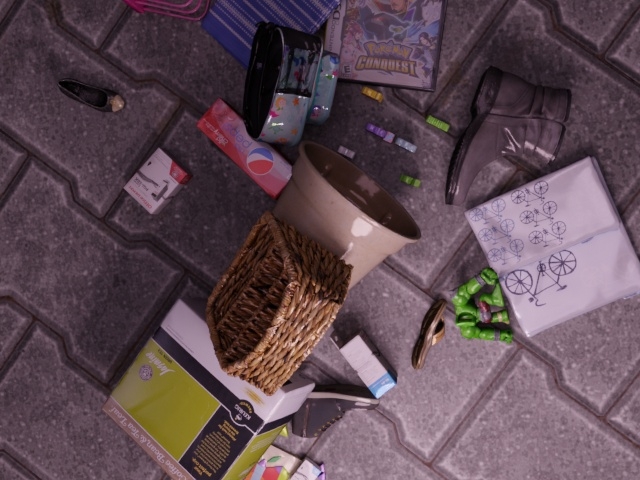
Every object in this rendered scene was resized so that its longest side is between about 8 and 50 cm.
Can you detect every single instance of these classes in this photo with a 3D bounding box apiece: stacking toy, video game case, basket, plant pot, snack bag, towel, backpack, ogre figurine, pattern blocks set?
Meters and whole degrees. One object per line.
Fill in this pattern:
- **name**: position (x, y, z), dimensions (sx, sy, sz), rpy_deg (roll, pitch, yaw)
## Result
- **stacking toy**: position (0.166, -0.240, 1.799), dimensions (0.221, 0.052, 0.167), rpy_deg (25, 95, 5)
- **video game case**: position (0.148, -0.486, 1.800), dimensions (0.275, 0.035, 0.248), rpy_deg (8, 93, 7)
- **basket**: position (-0.109, 0.137, 1.534), dimensions (0.223, 0.213, 0.299), rpy_deg (34, 119, -6)
- **plant pot**: position (0.000, 0.000, 1.716), dimensions (0.334, 0.334, 0.305), rpy_deg (40, 107, 4)
- **snack bag**: position (0.543, 0.022, 1.769), dimensions (0.323, 0.037, 0.342), rpy_deg (-23, 89, 7)
- **towel**: position (-0.100, -0.558, 1.809), dimensions (0.243, 0.040, 0.336), rpy_deg (43, 104, 6)
- **backpack**: position (-0.077, -0.335, 1.707), dimensions (0.191, 0.225, 0.253), rpy_deg (12, 102, -23)
- **ogre figurine**: position (0.364, 0.157, 1.761), dimensions (0.118, 0.197, 0.096), rpy_deg (-13, 46, 14)
- **pattern blocks set**: position (-0.148, 0.562, 1.882), dimensions (0.325, 0.026, 0.285), rpy_deg (10, 93, 7)

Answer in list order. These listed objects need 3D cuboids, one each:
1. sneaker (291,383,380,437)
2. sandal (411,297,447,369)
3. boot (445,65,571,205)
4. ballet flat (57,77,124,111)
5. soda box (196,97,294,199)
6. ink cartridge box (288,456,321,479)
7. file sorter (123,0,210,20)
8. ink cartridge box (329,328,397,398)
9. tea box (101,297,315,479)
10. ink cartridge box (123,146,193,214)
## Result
- **sneaker**: position (0.035, 0.409, 1.832), dimensions (0.222, 0.083, 0.118), rpy_deg (0, 97, 17)
- **sandal**: position (0.262, 0.220, 1.799), dimensions (0.049, 0.072, 0.180), rpy_deg (17, 96, -9)
- **boot**: position (0.426, -0.209, 1.741), dimensions (0.223, 0.118, 0.338), rpy_deg (20, 99, 1)
- **ballet flat**: position (-0.564, -0.353, 1.887), dimensions (0.173, 0.049, 0.057), rpy_deg (17, 95, 6)
- **soda box**: position (-0.166, -0.215, 1.826), dimensions (0.263, 0.083, 0.092), rpy_deg (43, 97, 3)
- **ink cartridge box**: position (-0.041, 0.566, 1.842), dimensions (0.048, 0.028, 0.083), rpy_deg (37, 93, 1)
- **file sorter**: position (-0.354, -0.632, 1.733), dimensions (0.182, 0.291, 0.202), rpy_deg (12, 94, 4)
- **ink cartridge box**: position (0.102, 0.271, 1.799), dimensions (0.060, 0.104, 0.180), rpy_deg (-38, 88, 7)
- **tea box**: position (-0.252, 0.356, 1.761), dimensions (0.329, 0.220, 0.323), rpy_deg (39, 97, 16)
- **ink cartridge box**: position (-0.394, -0.143, 1.870), dimensions (0.099, 0.056, 0.135), rpy_deg (43, 96, 3)
